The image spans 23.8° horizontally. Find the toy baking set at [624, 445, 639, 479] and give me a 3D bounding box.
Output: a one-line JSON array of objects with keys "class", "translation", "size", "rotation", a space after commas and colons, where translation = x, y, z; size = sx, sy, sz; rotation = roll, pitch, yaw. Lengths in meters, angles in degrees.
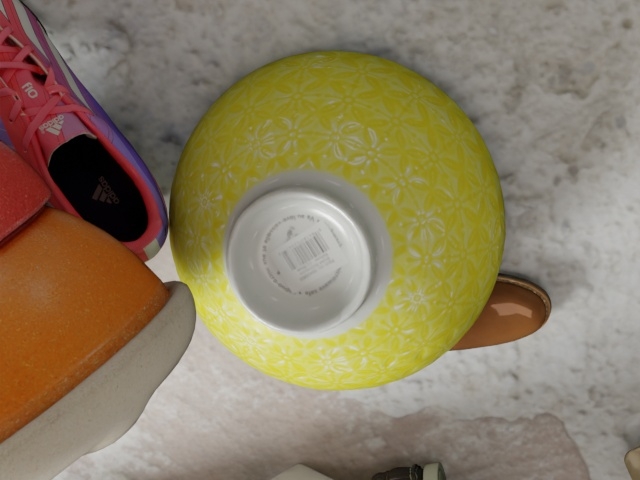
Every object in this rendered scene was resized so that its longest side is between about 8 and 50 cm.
[{"class": "toy baking set", "translation": [0.402, 0.253, 1.441], "size": [0.256, 0.030, 0.197], "rotation": [3, 112, -5]}]

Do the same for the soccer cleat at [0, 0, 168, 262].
[{"class": "soccer cleat", "translation": [-0.232, -0.110, 1.210], "size": [0.108, 0.116, 0.318], "rotation": [-41, 99, -11]}]

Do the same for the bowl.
[{"class": "bowl", "translation": [0.000, 0.000, 1.219], "size": [0.289, 0.156, 0.289], "rotation": [3, 103, 11]}]

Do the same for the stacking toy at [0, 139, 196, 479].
[{"class": "stacking toy", "translation": [-0.346, -0.025, 1.078], "size": [0.350, 0.350, 0.480], "rotation": [-31, 99, 18]}]

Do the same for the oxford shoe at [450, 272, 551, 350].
[{"class": "oxford shoe", "translation": [0.099, 0.077, 1.341], "size": [0.212, 0.076, 0.076], "rotation": [-6, 116, 5]}]

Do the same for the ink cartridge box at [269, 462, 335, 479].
[{"class": "ink cartridge box", "translation": [0.046, 0.354, 1.388], "size": [0.278, 0.117, 0.201], "rotation": [21, 126, 39]}]

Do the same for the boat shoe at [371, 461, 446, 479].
[{"class": "boat shoe", "translation": [0.098, 0.318, 1.468], "size": [0.068, 0.081, 0.228], "rotation": [-6, 110, 10]}]
